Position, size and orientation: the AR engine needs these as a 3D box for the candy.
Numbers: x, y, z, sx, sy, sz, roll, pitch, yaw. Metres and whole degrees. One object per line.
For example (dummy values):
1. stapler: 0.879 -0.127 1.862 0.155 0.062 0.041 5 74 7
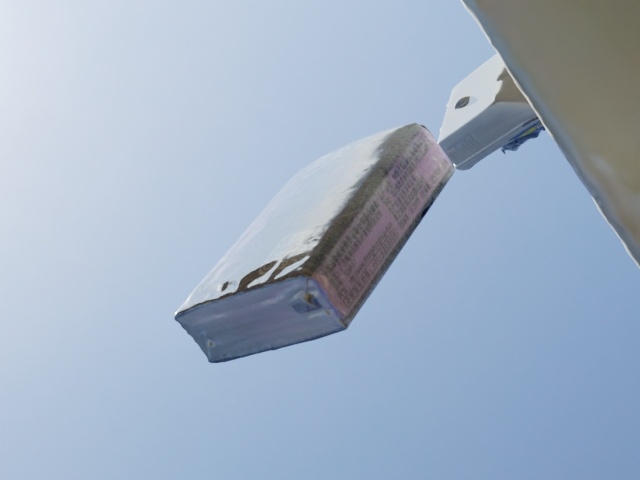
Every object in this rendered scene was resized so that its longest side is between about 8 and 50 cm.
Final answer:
1. candy: 0.173 -0.142 0.658 0.145 0.358 0.208 -33 -179 23

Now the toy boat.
1. toy boat: 0.258 -0.169 1.460 0.269 0.141 0.141 -16 -153 48

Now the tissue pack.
1. tissue pack: 0.000 0.000 0.703 0.112 0.051 0.156 -19 -156 42
